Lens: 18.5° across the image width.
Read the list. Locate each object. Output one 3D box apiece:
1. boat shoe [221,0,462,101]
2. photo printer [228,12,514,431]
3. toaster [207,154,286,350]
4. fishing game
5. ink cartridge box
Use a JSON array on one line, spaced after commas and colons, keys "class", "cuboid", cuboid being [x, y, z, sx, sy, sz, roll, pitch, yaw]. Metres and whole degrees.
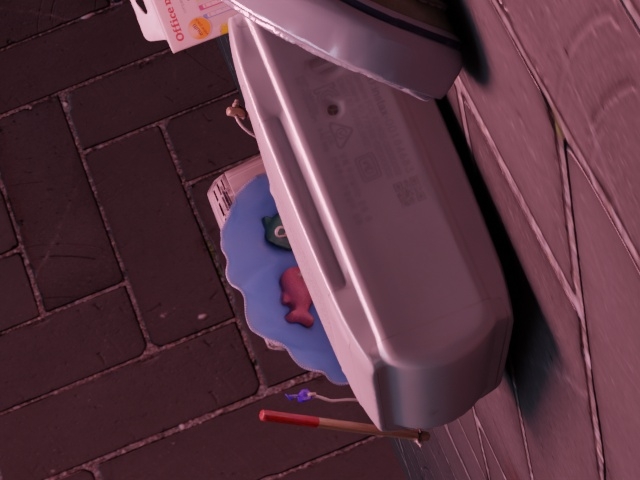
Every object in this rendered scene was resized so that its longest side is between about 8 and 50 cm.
[{"class": "boat shoe", "cuboid": [-0.017, -0.170, 1.059, 0.109, 0.094, 0.302, 18, -164, -42]}, {"class": "photo printer", "cuboid": [0.035, -0.011, 1.260, 0.307, 0.107, 0.256, 77, 171, -75]}, {"class": "toaster", "cuboid": [0.000, 0.000, 1.603, 0.227, 0.146, 0.129, -117, 5, -59]}, {"class": "fishing game", "cuboid": [0.018, 0.019, 1.437, 0.041, 0.189, 0.264, -43, 43, 49]}, {"class": "ink cartridge box", "cuboid": [-0.111, -0.245, 1.857, 0.090, 0.143, 0.092, -118, 7, -67]}]
